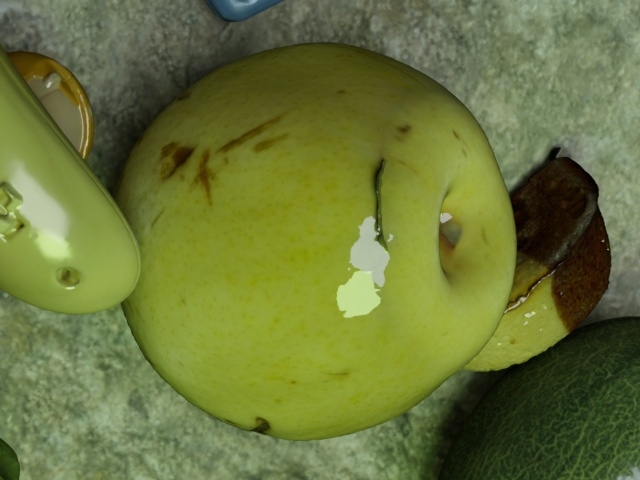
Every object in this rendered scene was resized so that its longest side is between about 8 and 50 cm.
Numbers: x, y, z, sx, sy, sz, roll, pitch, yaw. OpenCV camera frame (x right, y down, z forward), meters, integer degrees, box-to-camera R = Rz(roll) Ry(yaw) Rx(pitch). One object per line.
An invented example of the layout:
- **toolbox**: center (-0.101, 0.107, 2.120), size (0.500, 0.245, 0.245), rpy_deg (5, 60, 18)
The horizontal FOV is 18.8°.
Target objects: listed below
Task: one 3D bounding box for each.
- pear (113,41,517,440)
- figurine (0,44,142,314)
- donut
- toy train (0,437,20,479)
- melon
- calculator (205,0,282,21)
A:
- **pear**: center (0.000, 0.000, 1.430), size (0.309, 0.309, 0.309), rpy_deg (-5, 105, -21)
- **figurine**: center (-0.238, -0.084, 1.348), size (0.124, 0.222, 0.324), rpy_deg (-41, 87, 13)
- **donut**: center (0.164, 0.037, 1.609), size (0.217, 0.141, 0.085), rpy_deg (-37, 121, -5)
- **toy train**: center (-0.342, 0.145, 1.354), size (0.307, 0.189, 0.126), rpy_deg (54, 36, -51)
- **melon**: center (0.233, 0.200, 1.613), size (0.302, 0.237, 0.237), rpy_deg (-48, 115, -5)
- **calculator**: center (-0.023, -0.255, 1.507), size (0.210, 0.039, 0.121), rpy_deg (-27, 110, -13)
